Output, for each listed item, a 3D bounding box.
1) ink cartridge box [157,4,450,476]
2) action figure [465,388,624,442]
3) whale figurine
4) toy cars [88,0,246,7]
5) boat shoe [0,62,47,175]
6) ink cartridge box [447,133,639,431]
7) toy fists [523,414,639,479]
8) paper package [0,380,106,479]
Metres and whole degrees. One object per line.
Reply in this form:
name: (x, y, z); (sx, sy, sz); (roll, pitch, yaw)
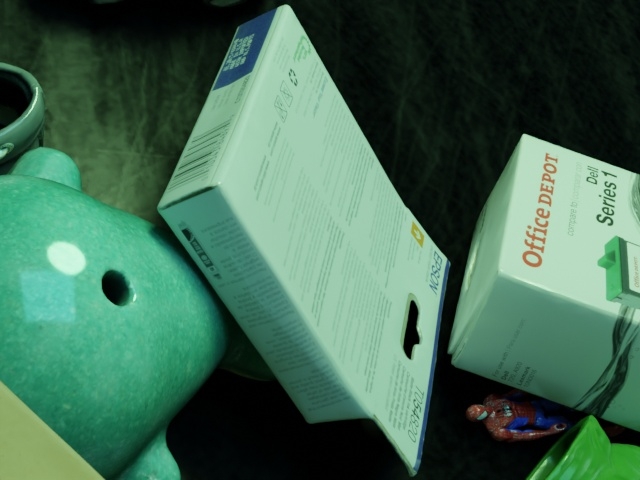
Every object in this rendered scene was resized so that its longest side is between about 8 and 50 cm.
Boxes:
ink cartridge box: (0.000, 0.000, 0.914); (0.224, 0.045, 0.223); (57, 26, -24)
action figure: (0.145, 0.113, 0.986); (0.115, 0.030, 0.038); (1, 60, -25)
whale figurine: (-0.109, 0.041, 0.814); (0.272, 0.141, 0.216); (-8, 74, -45)
toy cars: (-0.166, -0.284, 0.984); (0.394, 0.087, 0.176); (41, 62, -24)
boat shoe: (-0.302, -0.056, 0.813); (0.320, 0.099, 0.116); (-3, 62, -29)
ink cartridge box: (0.209, 0.038, 0.992); (0.219, 0.092, 0.160); (19, 40, -2)
toy fists: (0.153, 0.220, 0.862); (0.142, 0.096, 0.279); (42, 44, 4)
paper package: (-0.153, 0.242, 0.536); (0.325, 0.168, 0.309); (39, 42, 19)
